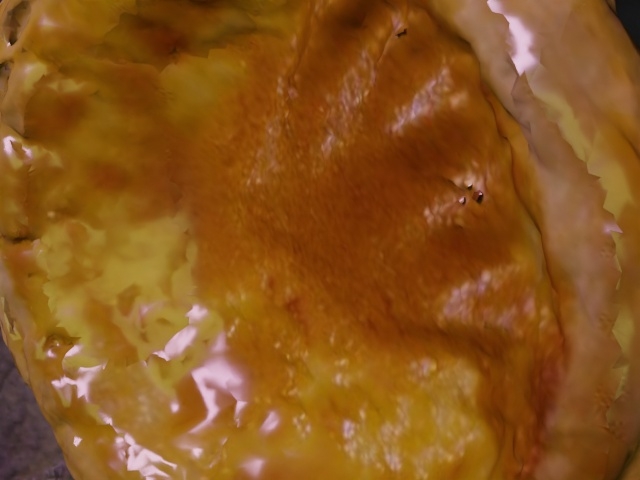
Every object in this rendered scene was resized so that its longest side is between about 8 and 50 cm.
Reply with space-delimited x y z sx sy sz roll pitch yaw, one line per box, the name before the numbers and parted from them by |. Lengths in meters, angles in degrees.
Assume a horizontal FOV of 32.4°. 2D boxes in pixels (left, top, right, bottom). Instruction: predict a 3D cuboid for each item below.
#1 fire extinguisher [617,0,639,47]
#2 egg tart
fire extinguisher | 0.200 -0.077 0.508 0.311 0.095 0.114 -2 71 13
egg tart | 0.000 0.000 0.496 0.388 0.169 0.387 15 114 37
